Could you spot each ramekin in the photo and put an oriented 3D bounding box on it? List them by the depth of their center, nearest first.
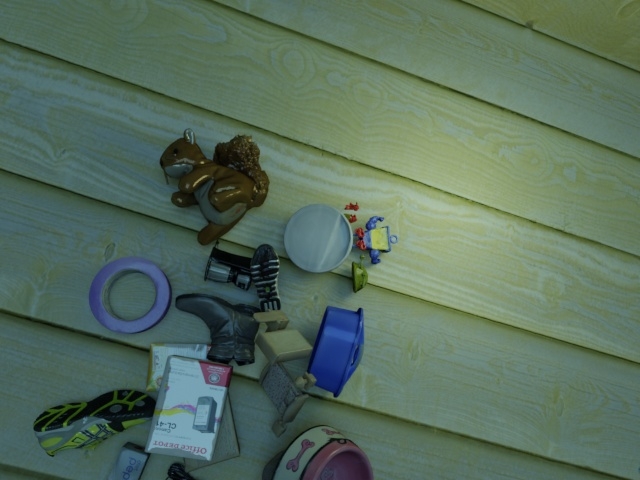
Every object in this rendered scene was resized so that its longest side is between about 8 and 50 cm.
[{"bbox_3d":[0.000,0.000,1.812,0.272,0.127,0.273,-2,80,11],"label":"ramekin"}]

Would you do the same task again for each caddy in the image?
[{"bbox_3d":[0.070,0.404,1.710,0.179,0.241,0.342,18,89,0],"label":"caddy"}]

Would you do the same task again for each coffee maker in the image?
[{"bbox_3d":[-0.338,0.093,1.766,0.178,0.120,0.172,15,75,-8],"label":"coffee maker"}]

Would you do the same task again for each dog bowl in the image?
[{"bbox_3d":[0.022,0.857,1.560,0.407,0.150,0.409,4,85,-45],"label":"dog bowl"}]

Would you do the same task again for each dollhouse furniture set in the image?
[{"bbox_3d":[-0.199,0.477,1.639,0.173,0.356,0.303,5,31,-46],"label":"dollhouse furniture set"}]

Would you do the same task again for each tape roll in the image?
[{"bbox_3d":[-0.694,0.203,1.692,0.274,0.090,0.275,2,79,-10],"label":"tape roll"}]

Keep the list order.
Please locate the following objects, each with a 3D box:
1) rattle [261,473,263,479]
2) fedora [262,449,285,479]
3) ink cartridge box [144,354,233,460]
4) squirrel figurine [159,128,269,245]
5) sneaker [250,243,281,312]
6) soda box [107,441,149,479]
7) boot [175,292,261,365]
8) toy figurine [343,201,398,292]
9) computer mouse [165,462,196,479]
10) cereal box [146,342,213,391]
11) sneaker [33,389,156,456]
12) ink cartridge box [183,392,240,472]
[{"bbox_3d":[-0.191,0.960,1.663,0.130,0.143,0.200,-15,63,-45],"label":"rattle"},{"bbox_3d":[-0.107,0.828,1.626,0.275,0.124,0.244,8,80,-44],"label":"fedora"},{"bbox_3d":[-0.438,0.560,1.558,0.225,0.131,0.307,12,74,-7],"label":"ink cartridge box"},{"bbox_3d":[-0.409,-0.256,1.783,0.396,0.281,0.370,-34,73,-33],"label":"squirrel figurine"},{"bbox_3d":[-0.217,0.133,1.748,0.106,0.162,0.282,-6,108,-14],"label":"sneaker"},{"bbox_3d":[-0.683,0.849,1.559,0.097,0.091,0.287,22,75,-5],"label":"soda box"},{"bbox_3d":[-0.388,0.330,1.687,0.337,0.118,0.223,13,64,-7],"label":"boot"},{"bbox_3d":[0.228,0.021,1.861,0.216,0.191,0.364,-2,80,-16],"label":"toy figurine"},{"bbox_3d":[-0.521,0.941,1.589,0.188,0.072,0.272,37,62,1],"label":"computer mouse"},{"bbox_3d":[-0.508,0.467,1.693,0.239,0.047,0.173,4,76,-11],"label":"cereal box"},{"bbox_3d":[-0.759,0.629,1.588,0.383,0.145,0.147,-6,110,-14],"label":"sneaker"},{"bbox_3d":[-0.404,0.675,1.650,0.193,0.088,0.235,-11,81,-12],"label":"ink cartridge box"}]
